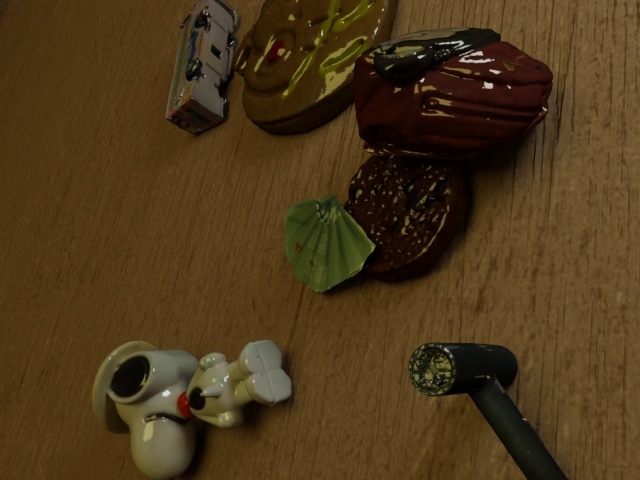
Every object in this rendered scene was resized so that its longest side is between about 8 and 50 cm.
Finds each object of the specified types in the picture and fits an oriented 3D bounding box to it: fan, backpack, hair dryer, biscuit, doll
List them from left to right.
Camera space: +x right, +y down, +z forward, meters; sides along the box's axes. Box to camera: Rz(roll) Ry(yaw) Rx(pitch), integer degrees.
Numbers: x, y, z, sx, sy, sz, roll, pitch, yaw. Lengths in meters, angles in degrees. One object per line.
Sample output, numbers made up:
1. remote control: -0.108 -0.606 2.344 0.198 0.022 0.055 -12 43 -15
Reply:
1. doll: -0.179 0.195 0.873 0.271 0.144 0.208 -44 66 19
2. biscuit: -0.025 -0.361 1.074 0.350 0.070 0.395 -14 59 36
3. fan: 0.000 0.000 0.862 0.240 0.009 0.131 26 101 57
4. biscuit: 0.102 -0.040 0.802 0.192 0.049 0.192 -19 61 39
5. backpack: 0.155 -0.169 0.736 0.229 0.229 0.139 28 128 46
6. hair dryer: 0.168 0.175 0.557 0.050 0.173 0.195 -41 61 23

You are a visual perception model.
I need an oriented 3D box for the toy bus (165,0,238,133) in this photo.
1. toy bus: -0.228 -0.343 1.233 0.112 0.090 0.274 -23 53 38
